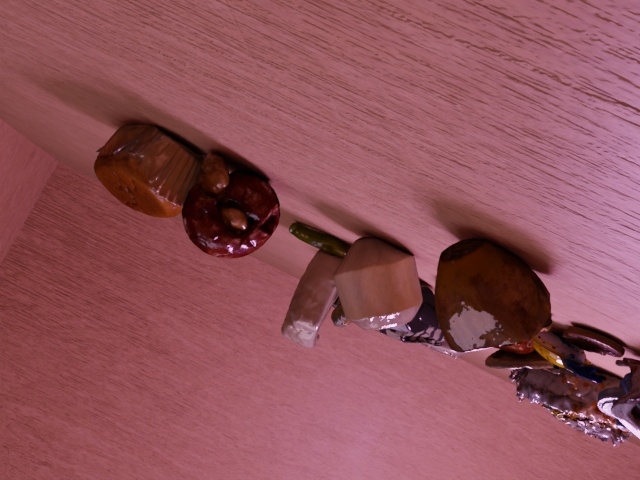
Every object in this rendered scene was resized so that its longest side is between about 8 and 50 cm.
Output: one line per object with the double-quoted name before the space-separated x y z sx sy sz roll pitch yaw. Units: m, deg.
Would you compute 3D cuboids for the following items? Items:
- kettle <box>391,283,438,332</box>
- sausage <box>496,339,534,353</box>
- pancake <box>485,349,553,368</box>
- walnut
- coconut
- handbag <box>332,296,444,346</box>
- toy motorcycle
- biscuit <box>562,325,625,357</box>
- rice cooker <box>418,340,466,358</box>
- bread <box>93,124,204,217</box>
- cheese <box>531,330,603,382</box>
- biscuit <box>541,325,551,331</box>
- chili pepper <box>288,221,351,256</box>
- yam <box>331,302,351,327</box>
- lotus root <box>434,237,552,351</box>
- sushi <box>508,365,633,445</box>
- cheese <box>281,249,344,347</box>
"kettle" 0.229 0.187 1.968 0.236 0.161 0.221 13 162 47
"sausage" 0.539 0.279 1.902 0.071 0.071 0.234 28 171 -11
"pancake" 0.577 0.330 1.906 0.236 0.042 0.222 -6 -176 -30
"walnut" -0.218 -0.084 1.558 0.244 0.221 0.269 60 173 -10
"coconut" 0.134 0.098 1.605 0.202 0.222 0.202 -14 -178 0
"handbag" 0.247 0.244 2.286 0.325 0.163 0.327 22 177 38
"toy motorcycle" 0.767 0.382 1.429 0.319 0.182 0.241 22 173 0
"biscuit" 0.605 0.224 1.500 0.124 0.026 0.175 27 172 3
"rice cooker" 0.444 0.344 2.415 0.206 0.127 0.145 12 165 30
"bread" -0.436 -0.170 1.700 0.236 0.183 0.388 33 170 -26
"cheese" 0.585 0.274 1.595 0.156 0.064 0.250 19 -168 -10
"biscuit" 0.421 0.145 1.550 0.225 0.036 0.166 28 171 6
"chili pepper" 0.000 0.000 1.892 0.201 0.052 0.050 23 157 20
"yam" 0.129 0.152 1.863 0.071 0.067 0.317 42 136 -2
"lotus root" 0.287 0.073 1.191 0.188 0.199 0.180 -20 110 27
"sushi" 0.762 0.470 2.030 0.417 0.176 0.417 26 172 4
"cheese" -0.002 0.156 1.967 0.115 0.326 0.318 27 134 8
